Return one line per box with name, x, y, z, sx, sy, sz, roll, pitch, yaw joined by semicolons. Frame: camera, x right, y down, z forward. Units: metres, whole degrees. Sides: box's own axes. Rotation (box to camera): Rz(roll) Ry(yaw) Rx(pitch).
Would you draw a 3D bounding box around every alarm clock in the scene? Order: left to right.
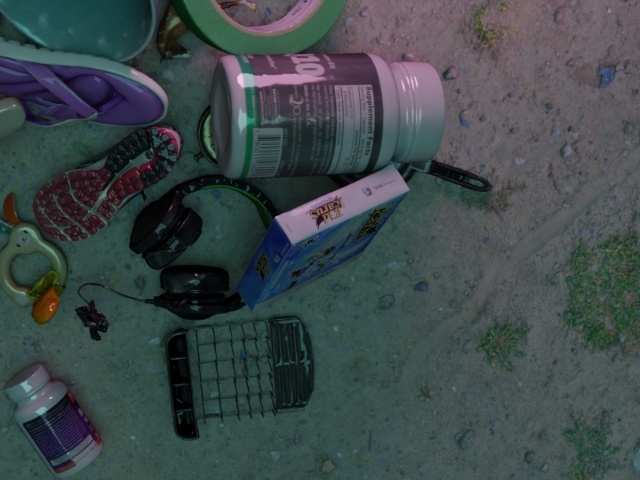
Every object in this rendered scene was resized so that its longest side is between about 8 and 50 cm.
alarm clock;-0.169;-0.179;1.952;0.192;0.064;0.129;-32;106;-4

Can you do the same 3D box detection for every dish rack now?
dish rack;-0.144;0.246;2.049;0.271;0.074;0.208;-6;104;-8

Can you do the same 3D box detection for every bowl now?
bowl;-0.374;-0.450;1.768;0.311;0.311;0.163;36;51;-15

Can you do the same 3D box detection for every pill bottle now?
pill bottle;-0.484;0.322;1.995;0.108;0.108;0.193;-30;106;-1
pill bottle;0.010;-0.209;1.851;0.361;0.204;0.204;-3;103;-17

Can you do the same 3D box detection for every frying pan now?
frying pan;0.141;-0.130;2.023;0.326;0.053;0.197;42;94;-12

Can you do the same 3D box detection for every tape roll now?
tape roll;-0.099;-0.463;1.846;0.321;0.077;0.321;-8;108;-25

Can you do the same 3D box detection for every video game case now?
video game case;0.000;0.000;1.882;0.244;0.269;0.061;-27;75;-28

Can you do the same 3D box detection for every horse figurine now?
horse figurine;-0.200;-0.440;1.888;0.174;0.066;0.263;-5;106;-14

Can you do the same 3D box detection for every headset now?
headset;-0.241;0.043;1.930;0.394;0.185;0.243;-28;105;-14

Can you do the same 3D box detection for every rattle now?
rattle;-0.519;0.032;1.912;0.130;0.143;0.200;-7;111;12

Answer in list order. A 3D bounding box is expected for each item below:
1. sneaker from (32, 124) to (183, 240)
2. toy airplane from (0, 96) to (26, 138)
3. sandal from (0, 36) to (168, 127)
sneaker;-0.362;-0.098;1.925;0.299;0.112;0.121;-28;100;12
toy airplane;-0.704;-0.114;1.727;0.384;0.272;0.386;18;115;-39
sandal;-0.462;-0.242;1.838;0.416;0.169;0.102;13;62;-3
